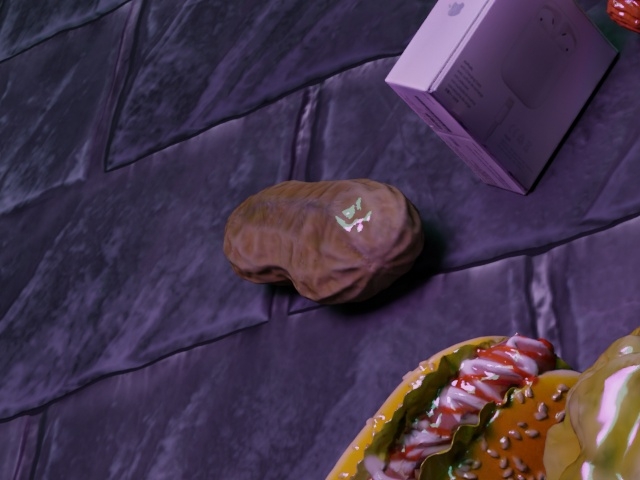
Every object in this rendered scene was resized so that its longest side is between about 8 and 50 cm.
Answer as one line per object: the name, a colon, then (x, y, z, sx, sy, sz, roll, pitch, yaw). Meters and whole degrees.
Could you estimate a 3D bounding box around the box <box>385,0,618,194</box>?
box: (0.131, -0.123, 1.240, 0.051, 0.130, 0.129, 21, 73, 50)

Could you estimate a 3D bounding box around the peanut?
peanut: (0.000, 0.000, 1.305, 0.194, 0.083, 0.093, -4, 90, 49)

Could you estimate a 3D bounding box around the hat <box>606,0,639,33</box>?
hat: (0.282, -0.184, 1.199, 0.162, 0.093, 0.112, 20, 82, 33)

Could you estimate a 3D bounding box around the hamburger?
hamburger: (0.090, 0.157, 1.000, 0.210, 0.173, 0.116, -48, 10, -1)

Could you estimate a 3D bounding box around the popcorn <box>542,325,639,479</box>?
popcorn: (0.207, 0.151, 0.837, 0.206, 0.237, 0.251, -17, 6, 21)
